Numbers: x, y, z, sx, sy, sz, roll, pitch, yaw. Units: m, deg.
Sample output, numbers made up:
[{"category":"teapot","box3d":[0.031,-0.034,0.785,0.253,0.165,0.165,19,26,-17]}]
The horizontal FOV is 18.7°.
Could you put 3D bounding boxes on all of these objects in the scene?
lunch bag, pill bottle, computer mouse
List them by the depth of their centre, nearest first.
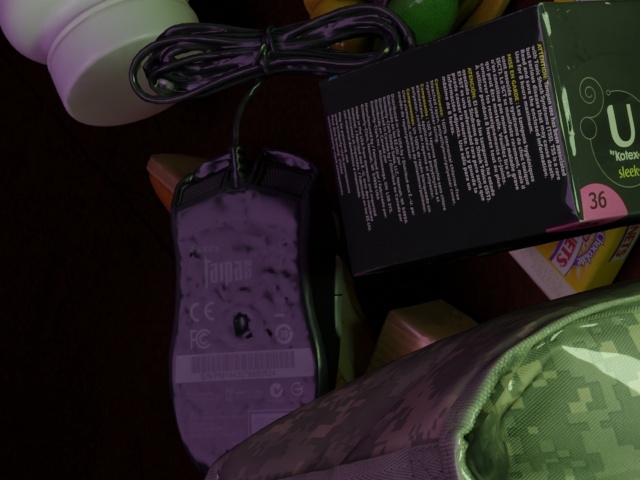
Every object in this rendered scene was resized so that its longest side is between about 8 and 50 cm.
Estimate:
[{"category":"lunch bag","box3d":[0.115,0.102,0.810,0.235,0.287,0.169,-22,76,62]},{"category":"computer mouse","box3d":[0.000,0.000,1.060,0.184,0.060,0.262,-10,83,22]},{"category":"pill bottle","box3d":[-0.164,-0.202,1.285,0.136,0.136,0.246,-50,57,44]}]

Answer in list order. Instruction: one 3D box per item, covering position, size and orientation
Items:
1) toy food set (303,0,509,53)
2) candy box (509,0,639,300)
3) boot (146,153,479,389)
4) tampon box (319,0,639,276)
[{"category":"toy food set","box3d":[0.043,-0.166,1.074,0.218,0.071,0.128,-51,56,43]},{"category":"candy box","box3d":[0.145,-0.069,0.991,0.105,0.027,0.206,50,131,32]},{"category":"boot","box3d":[-0.032,0.091,1.174,0.295,0.104,0.211,36,116,37]},{"category":"tampon box","box3d":[0.099,-0.049,0.931,0.161,0.120,0.101,-14,86,51]}]
